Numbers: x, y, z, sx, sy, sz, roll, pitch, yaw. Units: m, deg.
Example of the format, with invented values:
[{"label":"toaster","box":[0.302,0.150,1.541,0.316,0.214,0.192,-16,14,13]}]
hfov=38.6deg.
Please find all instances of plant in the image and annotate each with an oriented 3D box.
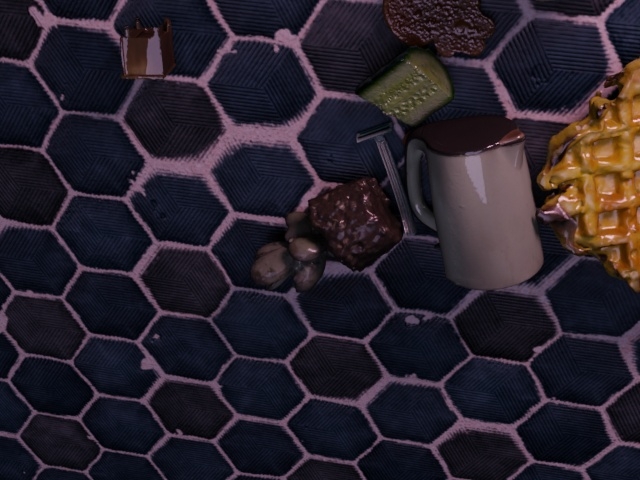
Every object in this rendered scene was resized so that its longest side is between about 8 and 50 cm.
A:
[{"label":"plant","box":[0.000,-0.001,1.568,0.274,0.146,0.149,-28,69,28]}]

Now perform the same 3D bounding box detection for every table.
[{"label":"table","box":[-0.278,-0.310,1.469,0.070,0.083,0.082,2,116,6]}]

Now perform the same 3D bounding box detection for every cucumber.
[{"label":"cucumber","box":[0.135,-0.243,1.427,0.116,0.062,0.115,32,140,-26]}]

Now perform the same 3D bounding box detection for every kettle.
[{"label":"kettle","box":[0.237,-0.070,1.481,0.240,0.165,0.255,10,128,40]}]

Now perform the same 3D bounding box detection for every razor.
[{"label":"razor","box":[0.124,-0.100,1.529,0.068,0.037,0.191,-17,100,27]}]

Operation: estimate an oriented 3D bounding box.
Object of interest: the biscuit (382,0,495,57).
[{"label":"biscuit","box":[0.177,-0.341,1.387,0.175,0.026,0.124,26,127,-5]}]

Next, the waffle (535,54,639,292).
[{"label":"waffle","box":[0.544,-0.099,1.411,0.382,0.095,0.380,37,112,-13]}]
